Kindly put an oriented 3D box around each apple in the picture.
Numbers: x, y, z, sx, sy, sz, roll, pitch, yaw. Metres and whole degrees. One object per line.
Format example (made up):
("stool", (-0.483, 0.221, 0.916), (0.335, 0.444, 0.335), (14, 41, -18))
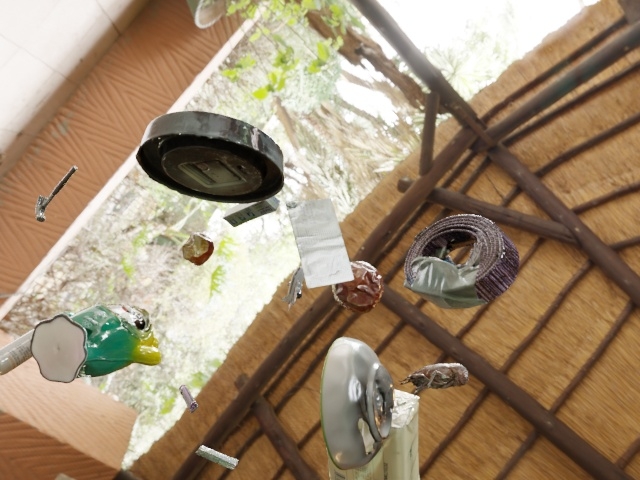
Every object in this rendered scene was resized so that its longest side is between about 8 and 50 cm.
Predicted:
("apple", (-0.618, 0.044, 2.088), (0.158, 0.156, 0.147), (-65, 158, 4))

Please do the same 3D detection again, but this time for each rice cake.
("rice cake", (-0.483, 1.019, 1.939), (0.043, 0.210, 0.034), (-50, -161, 12))

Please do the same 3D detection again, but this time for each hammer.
("hammer", (-0.941, -0.181, 1.471), (0.246, 0.029, 0.103), (-43, -126, 15))

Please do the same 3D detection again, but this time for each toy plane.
("toy plane", (-0.098, 0.181, 1.616), (0.171, 0.065, 0.162), (-61, -160, 13))

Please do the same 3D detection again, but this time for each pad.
("pad", (0.000, 0.000, 1.204), (0.009, 0.159, 0.265), (-36, -114, 57))

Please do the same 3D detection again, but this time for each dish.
("dish", (0.119, 0.412, 1.064), (0.124, 0.324, 0.324), (-9, -143, 23))

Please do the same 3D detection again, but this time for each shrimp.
("shrimp", (0.302, 0.374, 1.114), (0.190, 0.075, 0.073), (-12, -132, 18))

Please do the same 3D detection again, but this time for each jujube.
("jujube", (0.141, 0.198, 1.747), (0.216, 0.216, 0.342), (-54, -179, -11))

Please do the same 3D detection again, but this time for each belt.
("belt", (0.376, 0.058, 1.129), (0.260, 0.122, 0.324), (-59, -152, -12))

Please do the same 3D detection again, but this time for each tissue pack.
("tissue pack", (0.179, 0.693, 1.402), (0.296, 0.381, 0.207), (6, -160, 27))

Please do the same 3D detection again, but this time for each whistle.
("whistle", (-0.487, 0.580, 1.519), (0.033, 0.033, 0.176), (-55, -149, -12))

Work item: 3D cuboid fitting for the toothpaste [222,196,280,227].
("toothpaste", (-0.331, -0.145, 1.958), (0.336, 0.081, 0.067), (-17, -138, 41))

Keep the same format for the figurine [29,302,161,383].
("figurine", (-0.670, 0.309, 1.276), (0.232, 0.323, 0.340), (-64, 162, 3))

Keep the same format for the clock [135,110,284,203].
("clock", (-0.283, -0.208, 1.109), (0.386, 0.385, 0.077), (-24, -122, 55))

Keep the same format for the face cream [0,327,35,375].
("face cream", (-1.011, 0.373, 1.382), (0.082, 0.082, 0.269), (-38, -177, 35))
